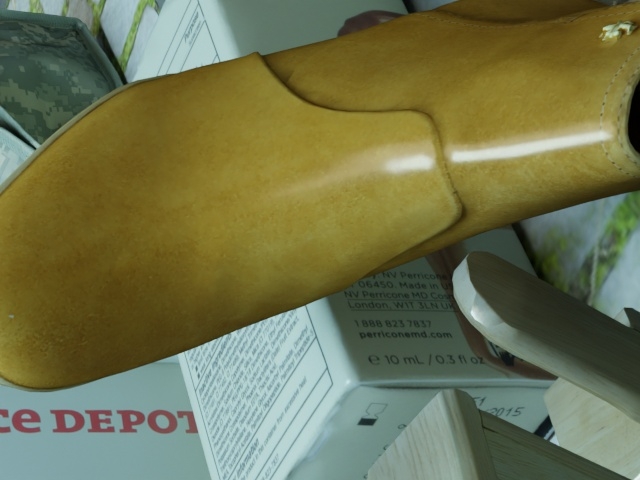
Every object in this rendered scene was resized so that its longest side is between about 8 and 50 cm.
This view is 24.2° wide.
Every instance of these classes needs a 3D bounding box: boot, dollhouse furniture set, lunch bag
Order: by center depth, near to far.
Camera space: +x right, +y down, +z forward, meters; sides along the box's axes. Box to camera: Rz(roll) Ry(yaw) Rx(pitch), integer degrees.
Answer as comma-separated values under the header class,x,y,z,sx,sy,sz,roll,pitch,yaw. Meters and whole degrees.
class,x,y,z,sx,sy,sz,roll,pitch,yaw
dollhouse furniture set,0.013,0.223,0.516,0.355,0.174,0.303,-51,25,26
boot,0.025,-0.031,0.553,0.211,0.295,0.104,0,115,51
lunch bag,-0.246,-0.020,1.194,0.287,0.169,0.235,53,129,43

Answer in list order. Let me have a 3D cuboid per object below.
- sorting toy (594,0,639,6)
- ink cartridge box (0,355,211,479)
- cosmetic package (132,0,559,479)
class,x,y,z,sx,sy,sz,roll,pitch,yaw
sorting toy,0.121,-0.136,0.662,0.083,0.045,0.075,-22,60,59
ink cartridge box,-0.171,0.270,0.893,0.160,0.279,0.385,-52,42,47
cosmetic package,0.000,0.000,0.771,0.153,0.129,0.296,-60,38,41
